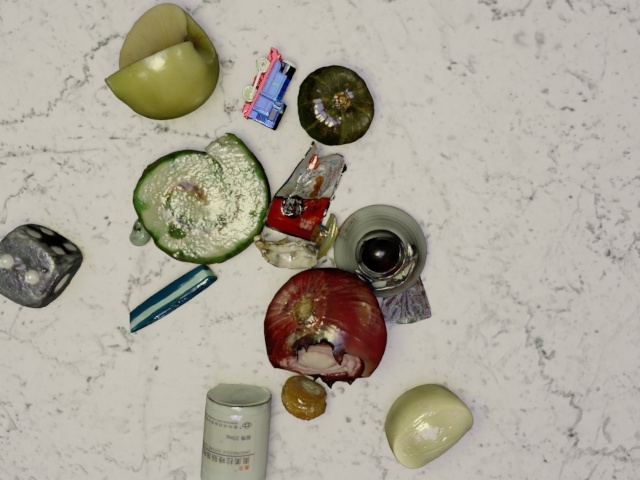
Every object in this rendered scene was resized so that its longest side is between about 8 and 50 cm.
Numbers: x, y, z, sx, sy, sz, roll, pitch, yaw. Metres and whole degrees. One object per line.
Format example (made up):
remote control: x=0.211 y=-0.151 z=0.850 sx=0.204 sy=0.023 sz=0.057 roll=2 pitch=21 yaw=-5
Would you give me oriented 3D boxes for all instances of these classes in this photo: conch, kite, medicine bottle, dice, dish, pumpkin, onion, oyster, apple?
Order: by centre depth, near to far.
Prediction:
apple: x=-0.403 y=-0.447 z=1.494 sx=0.257 sy=0.295 sz=0.233 roll=-30 pitch=133 yaw=20
onion: x=0.004 y=0.225 z=1.536 sx=0.340 sy=0.341 sz=0.342 roll=0 pitch=95 yaw=0
pumpkin: x=0.040 y=-0.368 z=1.553 sx=0.223 sy=0.157 sz=0.224 roll=-1 pitch=92 yaw=-19
dice: x=-0.793 y=0.069 z=1.573 sx=0.183 sy=0.182 sz=0.182 roll=34 pitch=93 yaw=-4
oyster: x=-0.099 y=0.020 z=1.578 sx=0.163 sy=0.191 sz=0.081 roll=-22 pitch=56 yaw=36
dish: x=0.168 y=0.038 z=1.592 sx=0.273 sy=0.134 sz=0.274 roll=1 pitch=97 yaw=5
medicine bottle: x=-0.245 y=0.600 z=1.624 sx=0.189 sy=0.190 sz=0.333 roll=5 pitch=95 yaw=-1
conch: x=-0.515 y=-0.023 z=1.625 sx=0.056 sy=0.085 sz=0.076 roll=12 pitch=63 yaw=-39
kite: x=0.247 y=0.107 z=1.671 sx=0.152 sy=0.015 sz=0.286 roll=-4 pitch=97 yaw=-2

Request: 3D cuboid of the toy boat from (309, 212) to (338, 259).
toy boat: x=0.000 y=0.000 z=1.630 sx=0.066 sy=0.065 sz=0.172 roll=25 pitch=106 yaw=-12

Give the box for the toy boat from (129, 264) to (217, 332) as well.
toy boat: x=-0.438 y=0.169 z=1.632 sx=0.299 sy=0.096 sz=0.062 roll=-33 pitch=84 yaw=5

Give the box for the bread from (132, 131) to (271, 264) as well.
bread: x=-0.321 y=-0.124 z=1.585 sx=0.365 sy=0.129 sz=0.382 roll=24 pitch=94 yaw=-2

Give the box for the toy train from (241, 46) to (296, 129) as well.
toy train: x=-0.140 y=-0.421 z=1.582 sx=0.131 sy=0.083 sz=0.204 roll=26 pitch=97 yaw=-3

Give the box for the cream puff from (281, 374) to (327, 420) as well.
cream puff: x=-0.050 y=0.465 z=1.648 sx=0.143 sy=0.126 sz=0.103 roll=23 pitch=111 yaw=6

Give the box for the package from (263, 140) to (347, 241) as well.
package: x=-0.037 y=-0.138 z=1.589 sx=0.193 sy=0.071 sz=0.270 roll=20 pitch=103 yaw=-31

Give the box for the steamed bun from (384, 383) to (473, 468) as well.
steamed bun: x=0.295 y=0.519 z=1.616 sx=0.250 sy=0.200 sz=0.155 roll=-39 pitch=94 yaw=0
